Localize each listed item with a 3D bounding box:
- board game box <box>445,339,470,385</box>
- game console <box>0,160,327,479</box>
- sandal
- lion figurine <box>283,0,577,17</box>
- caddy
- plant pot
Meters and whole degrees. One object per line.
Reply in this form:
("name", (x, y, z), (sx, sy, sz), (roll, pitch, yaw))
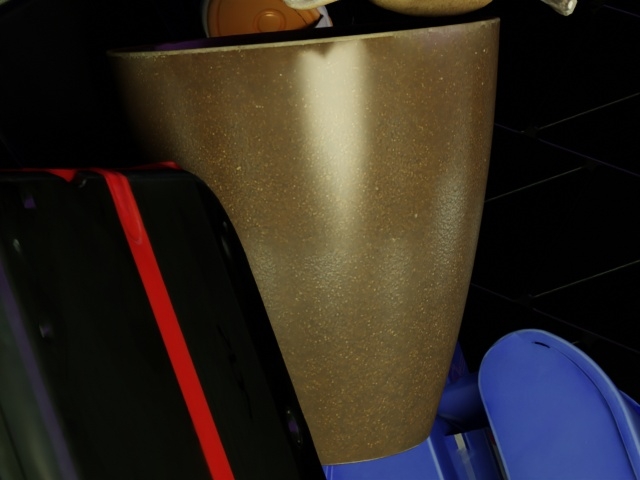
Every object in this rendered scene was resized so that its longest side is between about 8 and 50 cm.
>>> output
("board game box", (0.139, 0.229, 1.894), (0.347, 0.078, 0.233), (-25, 95, -84))
("game console", (-0.046, 0.152, 0.745), (0.342, 0.060, 0.387), (-19, 89, -78))
("sandal", (-0.016, -0.098, 1.464), (0.076, 0.102, 0.265), (-104, 174, -59))
("lion figurine", (-0.011, -0.183, 0.980), (0.392, 0.142, 0.240), (27, 8, 20))
("caddy", (0.139, 0.228, 1.204), (0.179, 0.241, 0.341), (52, 20, -58))
("plant pot", (0.000, 0.000, 0.989), (0.215, 0.215, 0.230), (-64, 149, -81))
